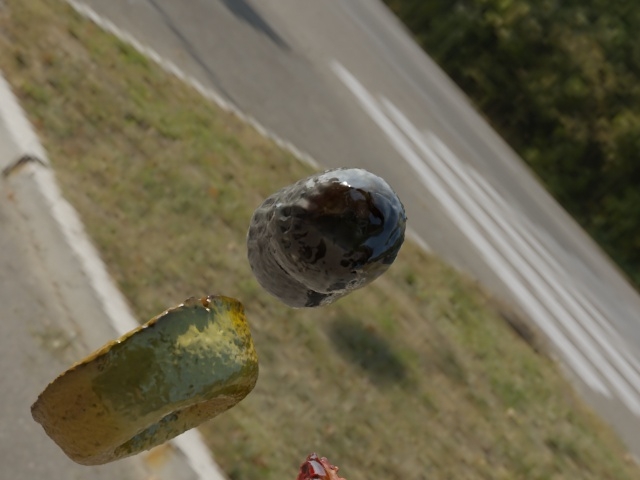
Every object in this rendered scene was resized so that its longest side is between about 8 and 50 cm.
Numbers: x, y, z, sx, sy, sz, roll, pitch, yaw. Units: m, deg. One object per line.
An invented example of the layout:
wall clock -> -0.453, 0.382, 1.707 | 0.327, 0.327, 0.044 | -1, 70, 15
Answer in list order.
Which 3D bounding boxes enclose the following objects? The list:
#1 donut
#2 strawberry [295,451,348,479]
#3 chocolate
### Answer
donut -> -0.115, 0.105, 1.021 | 0.065, 0.162, 0.178 | 58, 17, 11
strawberry -> 0.012, 0.296, 1.342 | 0.228, 0.098, 0.174 | 50, 15, 32
chocolate -> 0.000, 0.000, 1.167 | 0.110, 0.110, 0.248 | 46, -10, -1
